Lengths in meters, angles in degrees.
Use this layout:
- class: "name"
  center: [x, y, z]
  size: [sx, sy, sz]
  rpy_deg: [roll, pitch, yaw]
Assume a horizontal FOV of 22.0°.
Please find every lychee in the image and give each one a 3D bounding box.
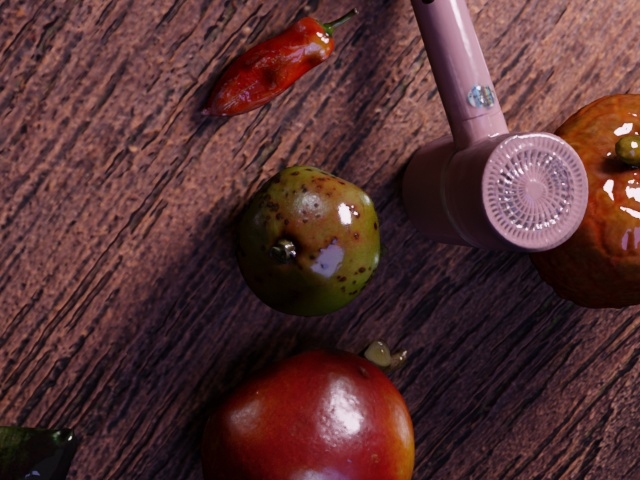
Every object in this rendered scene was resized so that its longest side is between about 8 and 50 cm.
- class: "lychee"
  center: [0.350, -0.046, 1.834]
  size: [0.255, 0.255, 0.300]
  rpy_deg: [-16, 161, -21]

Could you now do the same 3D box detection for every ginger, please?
- class: "ginger"
  center: [0.061, 0.146, 1.921]
  size: [0.097, 0.030, 0.048]
  rpy_deg: [-24, 127, -17]

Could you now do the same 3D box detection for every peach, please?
- class: "peach"
  center: [-0.013, 0.233, 1.824]
  size: [0.243, 0.199, 0.243]
  rpy_deg: [-8, 110, -23]

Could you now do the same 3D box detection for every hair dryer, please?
- class: "hair dryer"
  center: [0.145, -0.160, 1.729]
  size: [0.125, 0.210, 0.352]
  rpy_deg: [-21, 100, -19]

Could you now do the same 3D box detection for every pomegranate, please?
- class: "pomegranate"
  center: [0.000, 0.000, 1.744]
  size: [0.205, 0.159, 0.159]
  rpy_deg: [1, 119, -59]

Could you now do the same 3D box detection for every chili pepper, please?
- class: "chili pepper"
  center: [-0.041, -0.180, 1.671]
  size: [0.191, 0.050, 0.059]
  rpy_deg: [-33, 131, 6]

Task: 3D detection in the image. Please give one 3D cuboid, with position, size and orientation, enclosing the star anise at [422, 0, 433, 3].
- class: "star anise"
  center: [0.119, -0.370, 1.607]
  size: [0.220, 0.126, 0.190]
  rpy_deg: [-42, 117, -17]

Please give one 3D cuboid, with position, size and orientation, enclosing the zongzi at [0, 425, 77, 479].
- class: "zongzi"
  center: [-0.404, 0.376, 1.607]
  size: [0.319, 0.362, 0.383]
  rpy_deg: [2, 120, 1]
